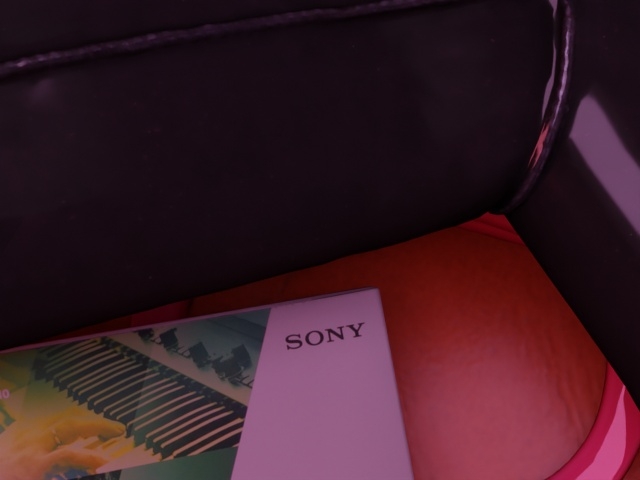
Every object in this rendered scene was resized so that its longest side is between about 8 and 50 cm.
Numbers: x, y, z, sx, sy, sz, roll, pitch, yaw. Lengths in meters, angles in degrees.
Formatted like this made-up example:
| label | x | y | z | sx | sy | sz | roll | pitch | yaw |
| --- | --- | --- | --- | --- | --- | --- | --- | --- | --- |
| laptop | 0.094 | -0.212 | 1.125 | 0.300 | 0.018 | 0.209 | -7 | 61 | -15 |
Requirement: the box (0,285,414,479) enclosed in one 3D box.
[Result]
| label | x | y | z | sx | sy | sz | roll | pitch | yaw |
| --- | --- | --- | --- | --- | --- | --- | --- | --- | --- |
| box | -0.055 | 0.196 | 0.723 | 0.232 | 0.058 | 0.322 | -9 | 84 | -19 |

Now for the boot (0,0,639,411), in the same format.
| label | x | y | z | sx | sy | sz | roll | pitch | yaw |
| --- | --- | --- | --- | --- | --- | --- | --- | --- | --- |
| boot | -0.001 | -0.002 | 0.667 | 0.445 | 0.146 | 0.367 | -9 | 74 | -20 |

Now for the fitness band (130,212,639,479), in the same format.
| label | x | y | z | sx | sy | sz | roll | pitch | yaw |
| --- | --- | --- | --- | --- | --- | --- | --- | --- | --- |
| fitness band | 0.038 | 0.058 | 0.833 | 0.290 | 0.054 | 0.209 | 13 | 80 | 10 |
